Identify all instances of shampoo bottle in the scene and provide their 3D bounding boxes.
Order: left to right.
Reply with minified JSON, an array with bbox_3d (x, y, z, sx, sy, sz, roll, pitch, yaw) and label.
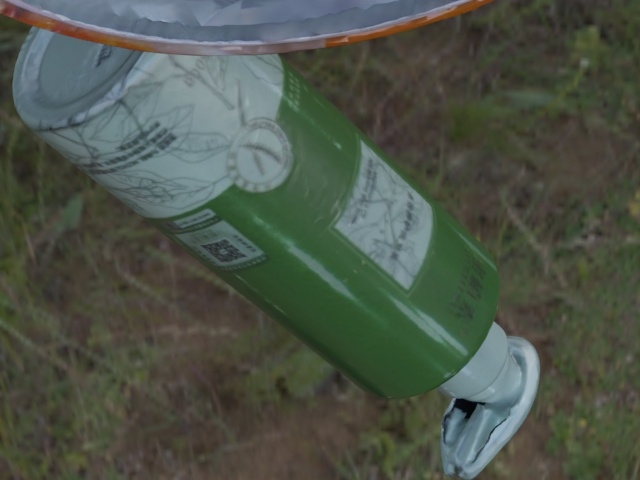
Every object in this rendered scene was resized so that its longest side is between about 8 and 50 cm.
[{"bbox_3d":[0.000,0.000,0.526,0.065,0.204,0.065,-25,44,27],"label":"shampoo bottle"}]

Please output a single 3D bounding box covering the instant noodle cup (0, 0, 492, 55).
[{"bbox_3d":[-0.016,-0.171,0.357,0.250,0.250,0.192,-11,60,-6],"label":"instant noodle cup"}]
